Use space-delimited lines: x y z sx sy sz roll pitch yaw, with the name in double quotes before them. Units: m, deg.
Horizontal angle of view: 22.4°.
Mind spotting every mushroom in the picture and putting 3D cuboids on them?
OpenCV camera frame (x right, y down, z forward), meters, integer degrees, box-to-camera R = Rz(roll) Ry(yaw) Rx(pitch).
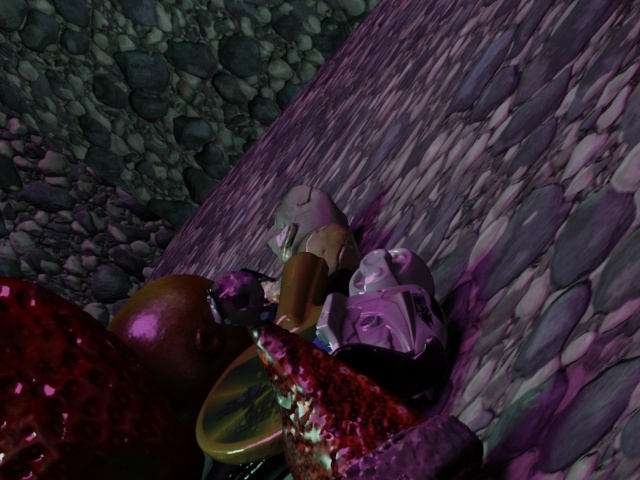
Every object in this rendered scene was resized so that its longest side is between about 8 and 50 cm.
"mushroom" -0.001 0.002 1.882 0.278 0.099 0.096 -113 46 -75

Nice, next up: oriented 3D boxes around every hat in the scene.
"hat" 0.001 0.115 1.039 0.129 0.227 0.140 -27 -19 -46

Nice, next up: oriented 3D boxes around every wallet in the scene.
"wallet" -0.045 0.159 1.648 0.172 0.045 0.318 -47 10 31

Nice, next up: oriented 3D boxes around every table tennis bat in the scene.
"table tennis bat" -0.026 0.107 1.562 0.198 0.050 0.321 -28 24 19

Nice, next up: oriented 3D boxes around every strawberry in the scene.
"strawberry" -0.303 0.196 1.656 0.292 0.310 0.292 -33 -23 -16

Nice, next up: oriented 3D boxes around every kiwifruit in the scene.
"kiwifruit" -0.159 0.139 1.845 0.196 0.196 0.234 -58 9 -20

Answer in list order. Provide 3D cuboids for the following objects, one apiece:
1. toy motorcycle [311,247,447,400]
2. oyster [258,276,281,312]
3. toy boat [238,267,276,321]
"toy motorcycle" 0.054 0.087 1.291 0.112 0.112 0.254 -48 11 34
"oyster" -0.112 0.094 2.004 0.200 0.061 0.106 -13 13 22
"toy boat" -0.118 0.129 2.084 0.096 0.062 0.299 -48 11 38
